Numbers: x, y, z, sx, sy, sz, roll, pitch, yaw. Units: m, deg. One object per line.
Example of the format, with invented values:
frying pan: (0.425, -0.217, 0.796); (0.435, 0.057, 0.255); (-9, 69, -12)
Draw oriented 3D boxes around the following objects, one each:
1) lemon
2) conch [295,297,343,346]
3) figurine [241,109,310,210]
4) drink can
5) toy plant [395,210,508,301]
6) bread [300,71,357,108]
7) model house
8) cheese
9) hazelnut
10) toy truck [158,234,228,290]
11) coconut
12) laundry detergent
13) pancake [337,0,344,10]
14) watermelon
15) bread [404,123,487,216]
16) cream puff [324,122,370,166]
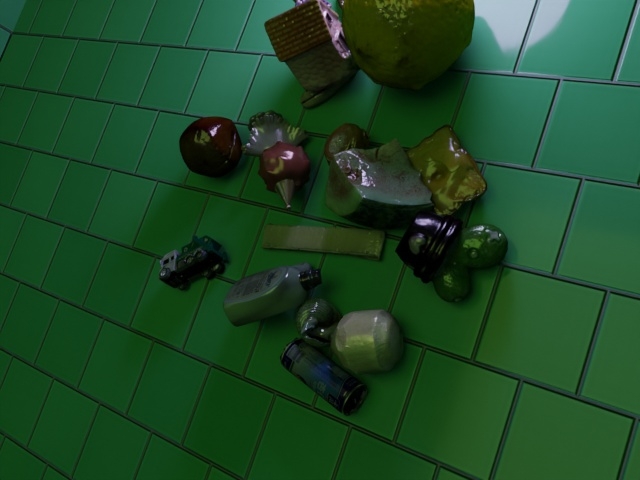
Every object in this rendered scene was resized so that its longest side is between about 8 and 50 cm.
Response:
lemon: (0.240, -0.587, 1.828); (0.387, 0.350, 0.349); (-38, 53, -21)
conch: (-0.004, 0.228, 1.827); (0.135, 0.102, 0.153); (19, 48, 4)
figurine: (-0.115, -0.231, 2.028); (0.207, 0.166, 0.387); (-13, 54, -14)
drink can: (0.006, 0.350, 1.786); (0.235, 0.097, 0.097); (31, 90, 34)
toy plant: (0.317, 0.028, 1.680); (0.235, 0.175, 0.218); (31, 98, 7)
bread: (0.023, -0.477, 2.084); (0.214, 0.053, 0.073); (-36, 63, 15)
model house: (-0.006, -0.610, 1.995); (0.202, 0.237, 0.237); (-13, 46, 35)
cheese: (-0.001, -0.002, 1.947); (0.400, 0.034, 0.085); (6, 77, 32)
hazelnut: (-0.338, -0.309, 2.175); (0.208, 0.208, 0.208); (-10, 68, 28)
toy truck: (-0.394, 0.059, 2.122); (0.216, 0.110, 0.116); (-26, 49, 22)
coconut: (0.109, 0.250, 1.720); (0.182, 0.171, 0.171); (-5, 71, 27)
laundry detergent: (-0.114, 0.128, 1.889); (0.280, 0.215, 0.105); (-23, 106, 22)
pancake: (0.155, -0.793, 2.124); (0.253, 0.037, 0.254); (-11, 67, 27)
watermelon: (0.143, -0.137, 1.810); (0.310, 0.193, 0.232); (16, 119, 62)
bread: (0.323, -0.171, 1.776); (0.160, 0.088, 0.233); (-36, 56, 20)
cream puff: (0.079, -0.256, 1.945); (0.144, 0.103, 0.126); (-55, 43, 3)
